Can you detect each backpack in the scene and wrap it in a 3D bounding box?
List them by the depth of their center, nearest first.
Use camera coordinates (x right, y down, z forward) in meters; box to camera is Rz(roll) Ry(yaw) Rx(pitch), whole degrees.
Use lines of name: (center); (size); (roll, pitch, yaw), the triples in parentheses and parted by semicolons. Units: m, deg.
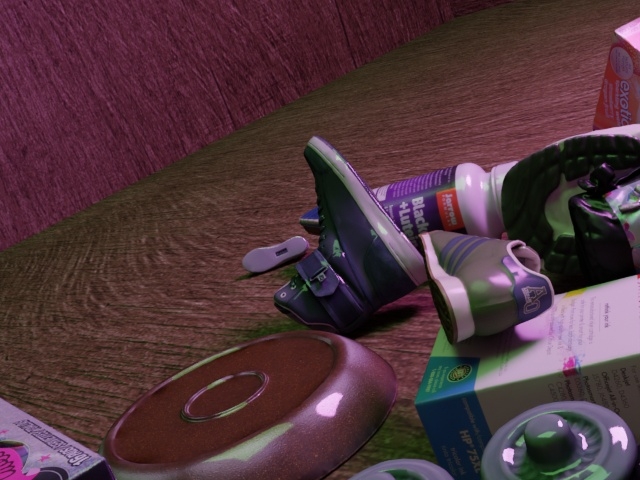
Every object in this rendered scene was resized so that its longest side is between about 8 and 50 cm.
backpack: (0.303, -0.006, 0.796); (0.182, 0.115, 0.152); (-17, -26, 9)

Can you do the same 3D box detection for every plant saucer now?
plant saucer: (-0.081, 0.162, 0.916); (0.311, 0.050, 0.310); (-19, 15, 5)

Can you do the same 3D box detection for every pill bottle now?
pill bottle: (0.145, -0.028, 1.138); (0.194, 0.108, 0.108); (-16, 16, 23)

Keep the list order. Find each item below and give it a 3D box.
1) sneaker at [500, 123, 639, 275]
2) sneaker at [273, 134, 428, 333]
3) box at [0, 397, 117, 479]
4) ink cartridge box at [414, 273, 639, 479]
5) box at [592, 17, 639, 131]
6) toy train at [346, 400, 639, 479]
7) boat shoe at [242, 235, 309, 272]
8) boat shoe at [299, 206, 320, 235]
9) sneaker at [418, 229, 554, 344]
sneaker: (0.387, -0.071, 0.935); (0.411, 0.158, 0.182); (-10, 1, 23)
sneaker: (0.000, 0.000, 1.088); (0.163, 0.086, 0.226); (-38, 58, 8)
box: (-0.221, 0.222, 0.671); (0.142, 0.163, 0.247); (-29, 16, -30)
ink cartridge box: (0.196, 0.092, 0.709); (0.231, 0.078, 0.134); (-16, 16, 22)
box: (0.471, -0.192, 1.090); (0.300, 0.154, 0.142); (-26, 55, -17)
toy train: (0.134, 0.170, 0.442); (0.334, 0.142, 0.190); (-20, 25, 8)
boat shoe: (-0.063, 0.021, 1.409); (0.100, 0.035, 0.035); (-23, -13, 9)
boat shoe: (0.047, -0.012, 1.294); (0.183, 0.066, 0.066); (3, 31, 46)
sneaker: (0.130, 0.029, 0.771); (0.086, 0.064, 0.192); (-13, 13, 3)
